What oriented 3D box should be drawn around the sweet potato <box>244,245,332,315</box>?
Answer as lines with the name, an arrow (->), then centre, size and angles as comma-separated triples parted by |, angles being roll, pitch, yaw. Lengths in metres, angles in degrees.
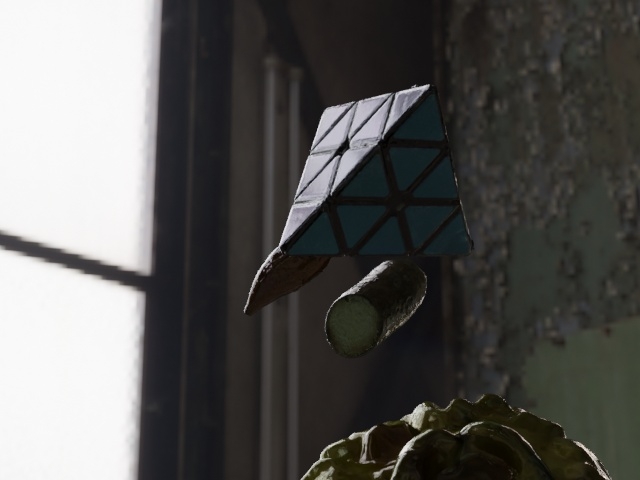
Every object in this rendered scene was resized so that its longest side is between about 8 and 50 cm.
sweet potato -> -0.002, -0.003, 1.557 | 0.218, 0.051, 0.065 | -40, -62, 1

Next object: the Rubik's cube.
Rubik's cube -> 0.013, -0.048, 1.462 | 0.190, 0.178, 0.211 | 30, -32, 45

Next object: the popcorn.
popcorn -> 0.100, 0.232, 1.109 | 0.270, 0.224, 0.258 | -8, -2, 27

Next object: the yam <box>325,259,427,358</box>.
yam -> 0.060, 0.072, 1.621 | 0.069, 0.070, 0.146 | -14, 12, 31
